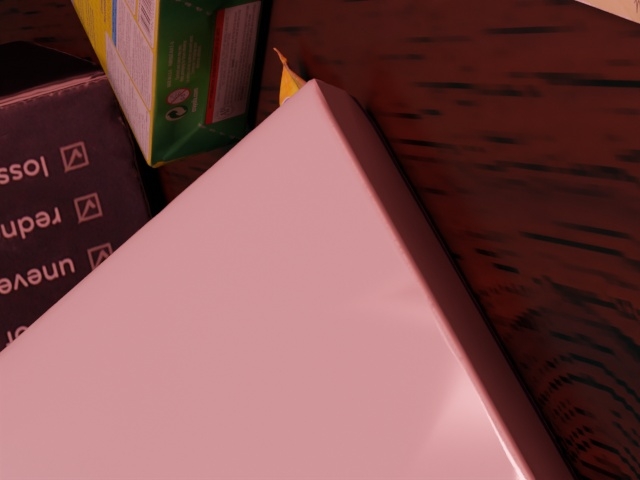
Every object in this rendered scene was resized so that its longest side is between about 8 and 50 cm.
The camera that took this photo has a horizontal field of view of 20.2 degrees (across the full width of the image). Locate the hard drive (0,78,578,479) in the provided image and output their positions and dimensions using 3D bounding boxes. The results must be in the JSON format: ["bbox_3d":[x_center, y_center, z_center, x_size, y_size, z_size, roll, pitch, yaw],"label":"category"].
[{"bbox_3d":[-0.065,0.121,0.661,0.040,0.318,0.210,17,-141,-54],"label":"hard drive"}]

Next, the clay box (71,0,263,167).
[{"bbox_3d":[-0.092,-0.158,0.798,0.127,0.053,0.222,103,146,-58],"label":"clay box"}]

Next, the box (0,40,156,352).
[{"bbox_3d":[-0.313,0.171,1.081,0.297,0.480,0.472,-155,50,-68],"label":"box"}]

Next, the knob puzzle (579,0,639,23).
[{"bbox_3d":[0.041,-0.154,0.447,0.213,0.030,0.213,162,90,-72],"label":"knob puzzle"}]

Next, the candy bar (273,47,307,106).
[{"bbox_3d":[0.000,0.000,0.738,0.040,0.018,0.161,-133,31,-53],"label":"candy bar"}]
